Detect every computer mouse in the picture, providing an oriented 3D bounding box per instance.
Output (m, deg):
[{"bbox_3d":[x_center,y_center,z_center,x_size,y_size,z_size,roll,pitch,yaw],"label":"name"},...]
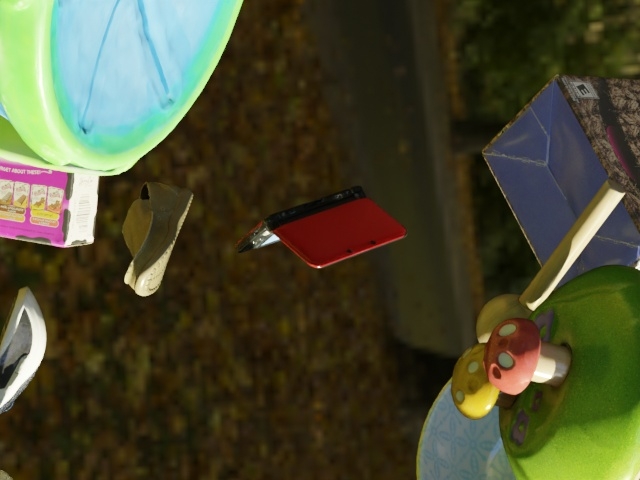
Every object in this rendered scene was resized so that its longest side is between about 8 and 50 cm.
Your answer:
[{"bbox_3d":[-0.289,0.137,1.677,0.106,0.042,0.193,-136,-113,-79],"label":"computer mouse"}]

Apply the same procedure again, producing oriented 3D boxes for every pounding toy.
[{"bbox_3d":[0.146,0.077,1.267,0.237,0.110,0.183,-96,-152,-50],"label":"pounding toy"}]

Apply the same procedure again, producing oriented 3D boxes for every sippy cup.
[{"bbox_3d":[-0.183,-0.183,1.027,0.240,0.224,0.305,-19,127,-66],"label":"sippy cup"}]

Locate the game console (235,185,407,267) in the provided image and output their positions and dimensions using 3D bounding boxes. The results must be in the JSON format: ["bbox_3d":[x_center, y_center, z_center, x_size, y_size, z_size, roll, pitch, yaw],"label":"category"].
[{"bbox_3d":[0.000,0.000,2.033,0.124,0.144,0.085,-39,-106,51],"label":"game console"}]

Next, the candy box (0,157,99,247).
[{"bbox_3d":[-0.336,-0.120,2.120,0.071,0.159,0.233,-13,111,-67],"label":"candy box"}]

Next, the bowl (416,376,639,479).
[{"bbox_3d":[0.248,0.246,1.826,0.156,0.290,0.289,68,20,-58],"label":"bowl"}]

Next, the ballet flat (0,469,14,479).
[{"bbox_3d":[-0.374,0.324,1.818,0.164,0.483,0.182,15,64,-39],"label":"ballet flat"}]

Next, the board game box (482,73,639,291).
[{"bbox_3d":[0.363,-0.046,2.010,0.141,0.291,0.232,-47,-123,39],"label":"board game box"}]

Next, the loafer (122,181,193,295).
[{"bbox_3d":[-0.153,-0.003,1.622,0.148,0.050,0.056,-74,-175,-59],"label":"loafer"}]
